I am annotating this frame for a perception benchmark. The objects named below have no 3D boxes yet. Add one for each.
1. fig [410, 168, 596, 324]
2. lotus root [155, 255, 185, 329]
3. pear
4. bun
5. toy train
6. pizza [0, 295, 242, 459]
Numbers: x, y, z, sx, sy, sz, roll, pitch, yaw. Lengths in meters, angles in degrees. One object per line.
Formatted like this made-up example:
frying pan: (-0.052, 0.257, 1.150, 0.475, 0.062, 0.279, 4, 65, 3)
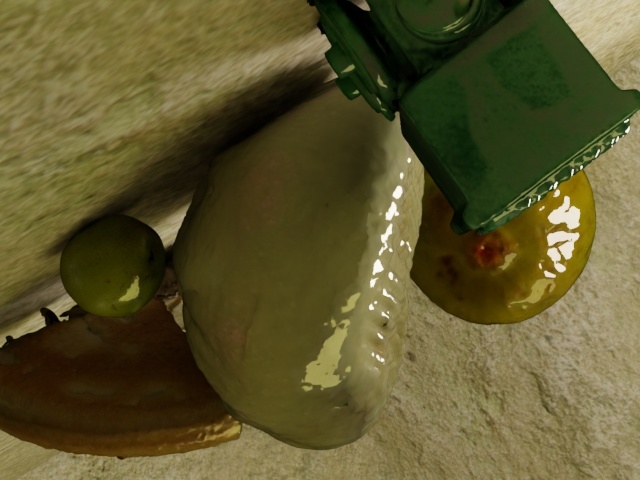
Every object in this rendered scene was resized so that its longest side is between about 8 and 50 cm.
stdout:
fig: (0.272, -0.039, 1.986, 0.343, 0.343, 0.343, -34, 175, -4)
lotus root: (-0.166, 0.059, 1.527, 0.167, 0.078, 0.329, -9, 169, -16)
pear: (-0.172, 0.022, 1.059, 0.092, 0.092, 0.097, -30, 174, -39)
bun: (-0.022, 0.017, 1.125, 0.213, 0.361, 0.361, 7, -179, 9)
toy train: (0.098, -0.114, 0.861, 0.145, 0.202, 0.266, -36, 177, 3)
pizza: (-0.202, 0.131, 1.216, 0.289, 0.081, 0.229, 4, -146, 10)
